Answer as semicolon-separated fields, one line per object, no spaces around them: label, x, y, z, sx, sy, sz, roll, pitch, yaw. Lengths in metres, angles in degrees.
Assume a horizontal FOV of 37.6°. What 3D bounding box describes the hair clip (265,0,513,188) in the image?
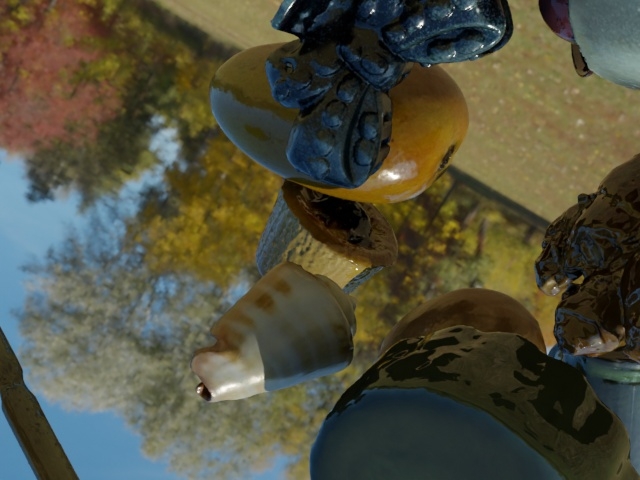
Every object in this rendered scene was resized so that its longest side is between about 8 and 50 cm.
hair clip;0.058;-0.218;1.074;0.206;0.310;0.194;46;-161;4

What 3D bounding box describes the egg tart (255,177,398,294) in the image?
egg tart;0.000;0.000;1.438;0.215;0.171;0.215;30;-151;-18

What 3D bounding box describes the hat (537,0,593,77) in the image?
hat;0.260;-0.261;0.912;0.089;0.205;0.205;6;-174;1

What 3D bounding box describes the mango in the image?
mango;0.022;-0.181;1.346;0.378;0.221;0.263;13;-144;3

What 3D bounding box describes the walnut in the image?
walnut;0.194;0.177;1.410;0.298;0.203;0.203;-16;156;32

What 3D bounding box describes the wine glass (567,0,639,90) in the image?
wine glass;0.366;-0.105;0.644;0.267;0.267;0.406;27;-149;-35

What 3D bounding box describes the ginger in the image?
ginger;0.392;0.021;1.107;0.357;0.274;0.152;-93;-19;-55

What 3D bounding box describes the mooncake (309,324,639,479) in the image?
mooncake;0.175;0.276;1.080;0.356;0.356;0.194;32;-146;16

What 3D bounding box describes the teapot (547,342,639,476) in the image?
teapot;0.442;0.248;1.451;0.200;0.336;0.270;-12;-156;-20

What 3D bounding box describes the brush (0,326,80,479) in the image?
brush;-0.343;0.183;1.059;0.043;0.036;0.248;-25;-104;-33

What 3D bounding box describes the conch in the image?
conch;-0.036;0.127;1.168;0.127;0.158;0.255;22;-137;30
